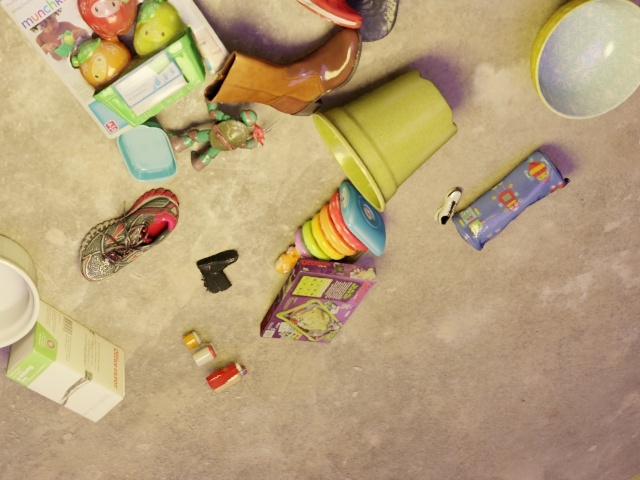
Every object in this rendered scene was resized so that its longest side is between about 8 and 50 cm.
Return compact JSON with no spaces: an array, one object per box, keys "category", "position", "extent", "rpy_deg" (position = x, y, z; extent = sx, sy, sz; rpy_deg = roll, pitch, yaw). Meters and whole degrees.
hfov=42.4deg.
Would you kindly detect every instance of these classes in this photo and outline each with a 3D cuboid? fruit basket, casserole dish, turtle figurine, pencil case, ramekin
[{"category":"fruit basket","position":[-0.407,-0.420,1.677],"extent":[0.327,0.165,0.353],"rpy_deg":[-31,122,7]},{"category":"casserole dish","position":[-0.392,-0.204,1.875],"extent":[0.114,0.037,0.188],"rpy_deg":[-10,143,0]},{"category":"turtle figurine","position":[-0.216,-0.253,1.869],"extent":[0.234,0.118,0.175],"rpy_deg":[-28,115,17]},{"category":"pencil case","position":[0.488,-0.104,2.143],"extent":[0.306,0.133,0.119],"rpy_deg":[-39,82,12]},{"category":"ramekin","position":[-0.804,0.112,1.950],"extent":[0.277,0.135,0.277],"rpy_deg":[-7,125,-10]}]

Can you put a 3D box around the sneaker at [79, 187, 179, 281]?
[{"category":"sneaker","position":[-0.464,-0.003,1.973],"extent":[0.299,0.112,0.121],"rpy_deg":[-40,123,14]}]

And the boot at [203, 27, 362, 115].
[{"category":"boot","position":[-0.077,-0.377,1.759],"extent":[0.280,0.096,0.264],"rpy_deg":[3,151,-42]}]

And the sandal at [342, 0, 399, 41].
[{"category":"sandal","position":[0.119,-0.619,1.705],"extent":[0.168,0.107,0.445],"rpy_deg":[-9,126,-8]}]

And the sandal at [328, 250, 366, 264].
[{"category":"sandal","position":[0.070,0.027,2.159],"extent":[0.219,0.090,0.060],"rpy_deg":[-34,147,2]}]

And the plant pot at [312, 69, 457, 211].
[{"category":"plant pot","position":[0.163,-0.248,1.896],"extent":[0.254,0.276,0.276],"rpy_deg":[-35,125,-3]}]

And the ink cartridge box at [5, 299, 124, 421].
[{"category":"ink cartridge box","position":[-0.636,0.306,2.084],"extent":[0.115,0.198,0.273],"rpy_deg":[-41,123,15]}]

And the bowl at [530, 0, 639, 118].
[{"category":"bowl","position":[0.603,-0.445,1.916],"extent":[0.290,0.156,0.289],"rpy_deg":[-6,125,-9]}]

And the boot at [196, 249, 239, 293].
[{"category":"boot","position":[-0.254,0.083,2.125],"extent":[0.121,0.045,0.099],"rpy_deg":[-16,124,6]}]

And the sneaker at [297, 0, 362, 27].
[{"category":"sneaker","position":[0.007,-0.540,1.714],"extent":[0.221,0.087,0.128],"rpy_deg":[27,111,-4]}]

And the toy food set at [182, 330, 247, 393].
[{"category":"toy food set","position":[-0.276,0.330,2.250],"extent":[0.104,0.111,0.232],"rpy_deg":[-30,125,-8]}]

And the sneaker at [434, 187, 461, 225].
[{"category":"sneaker","position":[0.339,-0.086,2.161],"extent":[0.040,0.043,0.109],"rpy_deg":[17,116,-21]}]

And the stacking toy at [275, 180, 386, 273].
[{"category":"stacking toy","position":[0.000,0.000,2.088],"extent":[0.302,0.175,0.166],"rpy_deg":[-30,127,24]}]

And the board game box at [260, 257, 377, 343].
[{"category":"board game box","position":[-0.013,0.165,2.163],"extent":[0.208,0.056,0.347],"rpy_deg":[12,142,-17]}]
